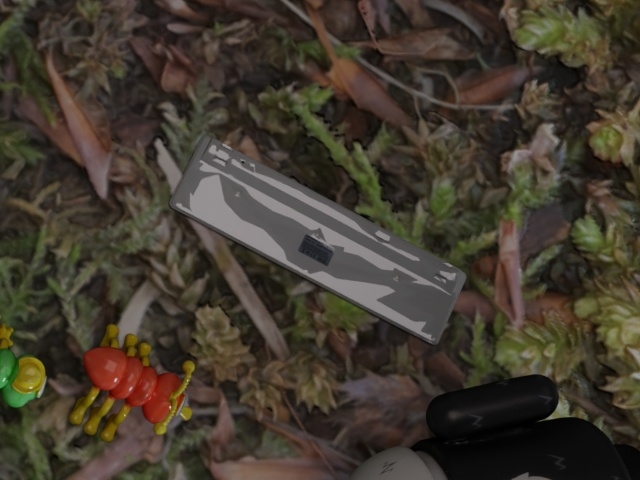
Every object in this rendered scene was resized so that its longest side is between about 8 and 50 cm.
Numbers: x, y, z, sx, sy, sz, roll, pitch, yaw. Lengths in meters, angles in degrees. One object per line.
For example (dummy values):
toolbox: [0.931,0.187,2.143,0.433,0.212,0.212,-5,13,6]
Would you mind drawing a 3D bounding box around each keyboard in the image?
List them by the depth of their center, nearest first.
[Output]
keyboard: [0.000,0.000,1.679,0.256,0.014,0.072,28,75,-7]

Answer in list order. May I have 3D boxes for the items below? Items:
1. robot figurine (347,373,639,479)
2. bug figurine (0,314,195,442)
robot figurine: [0.145,0.233,1.569,0.278,0.173,0.209,-7,65,-18]
bug figurine: [-0.219,0.175,1.523,0.216,0.072,0.279,27,70,-20]
